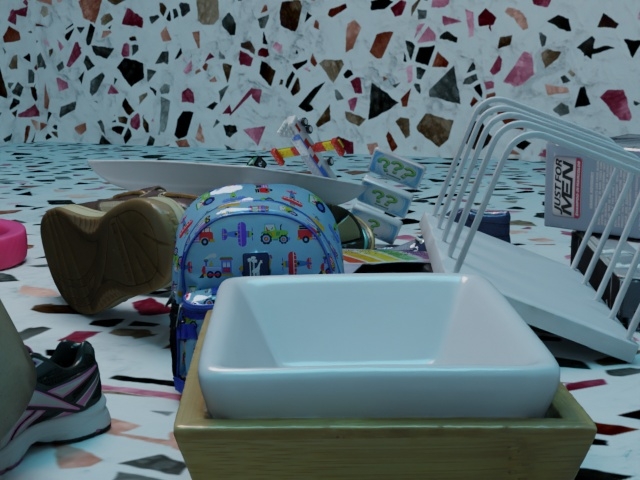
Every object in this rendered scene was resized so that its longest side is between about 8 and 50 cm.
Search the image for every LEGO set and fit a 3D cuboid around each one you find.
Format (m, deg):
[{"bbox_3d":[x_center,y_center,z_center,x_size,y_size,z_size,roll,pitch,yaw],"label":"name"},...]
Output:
[{"bbox_3d":[0.010,-0.083,1.618,0.244,0.182,0.060,23,53,3],"label":"LEGO set"}]

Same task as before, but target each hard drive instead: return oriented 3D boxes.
[{"bbox_3d":[0.430,0.036,1.312,0.237,0.064,0.339,0,10,5],"label":"hard drive"}]

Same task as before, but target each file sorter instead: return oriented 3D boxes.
[{"bbox_3d":[0.227,-0.028,1.148,0.193,0.173,0.277,20,13,-4],"label":"file sorter"}]

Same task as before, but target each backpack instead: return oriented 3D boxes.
[{"bbox_3d":[-0.050,0.042,0.947,0.158,0.173,0.117,0,9,-3],"label":"backpack"}]

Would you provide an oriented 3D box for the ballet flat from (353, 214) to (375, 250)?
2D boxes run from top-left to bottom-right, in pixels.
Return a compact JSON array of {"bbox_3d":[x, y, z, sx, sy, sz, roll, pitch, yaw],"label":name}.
[{"bbox_3d":[0.000,0.000,1.528,0.232,0.080,0.073,12,-14,44],"label":"ballet flat"}]

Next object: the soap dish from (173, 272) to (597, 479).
[{"bbox_3d":[0.030,0.102,0.751,0.229,0.118,0.291,0,9,-2],"label":"soap dish"}]

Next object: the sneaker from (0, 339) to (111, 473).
[{"bbox_3d":[-0.228,0.114,0.814,0.072,0.077,0.178,4,11,31],"label":"sneaker"}]

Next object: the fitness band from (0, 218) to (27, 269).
[{"bbox_3d":[-0.543,0.010,1.531,0.291,0.054,0.209,-7,11,-28],"label":"fitness band"}]

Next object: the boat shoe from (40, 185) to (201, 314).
[{"bbox_3d":[-0.194,0.002,1.219,0.123,0.123,0.342,-17,3,-34],"label":"boat shoe"}]

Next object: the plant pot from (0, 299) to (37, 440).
[{"bbox_3d":[-0.336,0.003,0.689,0.257,0.274,0.256,-10,23,4],"label":"plant pot"}]

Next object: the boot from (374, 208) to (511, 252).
[{"bbox_3d":[0.152,0.000,1.465,0.190,0.086,0.069,2,10,11],"label":"boot"}]

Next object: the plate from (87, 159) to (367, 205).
[{"bbox_3d":[-0.121,-0.072,1.516,0.278,0.045,0.277,4,-1,33],"label":"plate"}]

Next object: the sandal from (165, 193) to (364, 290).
[{"bbox_3d":[-0.098,0.012,1.394,0.303,0.120,0.086,3,-12,-15],"label":"sandal"}]

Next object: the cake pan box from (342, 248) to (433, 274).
[{"bbox_3d":[0.016,0.059,1.179,0.267,0.070,0.246,3,12,15],"label":"cake pan box"}]

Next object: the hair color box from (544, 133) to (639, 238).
[{"bbox_3d":[0.472,-0.059,1.350,0.185,0.113,0.374,-9,13,-42],"label":"hair color box"}]
